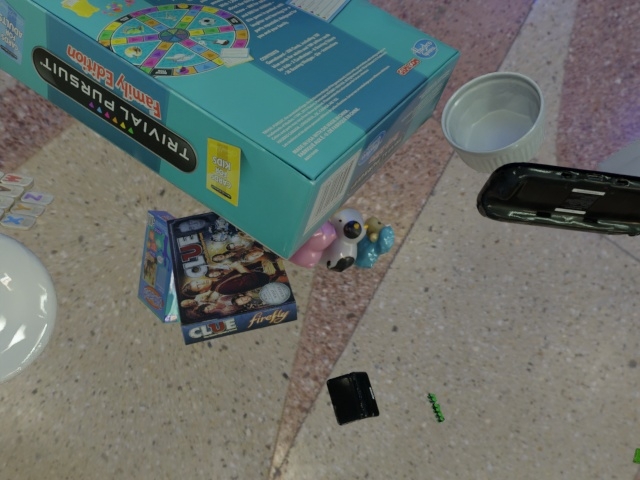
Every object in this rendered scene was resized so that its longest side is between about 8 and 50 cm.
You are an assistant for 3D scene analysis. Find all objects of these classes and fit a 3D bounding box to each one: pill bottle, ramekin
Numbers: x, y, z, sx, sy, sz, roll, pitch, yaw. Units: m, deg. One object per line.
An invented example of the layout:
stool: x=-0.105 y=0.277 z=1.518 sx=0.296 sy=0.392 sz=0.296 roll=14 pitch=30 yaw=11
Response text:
pill bottle: x=-0.568 y=0.109 z=0.988 sx=0.224 sy=0.392 sz=0.224 roll=5 pitch=82 yaw=-33
ramekin: x=0.364 y=-0.236 z=1.306 sx=0.207 sy=0.207 sz=0.109 roll=-53 pitch=141 yaw=-8

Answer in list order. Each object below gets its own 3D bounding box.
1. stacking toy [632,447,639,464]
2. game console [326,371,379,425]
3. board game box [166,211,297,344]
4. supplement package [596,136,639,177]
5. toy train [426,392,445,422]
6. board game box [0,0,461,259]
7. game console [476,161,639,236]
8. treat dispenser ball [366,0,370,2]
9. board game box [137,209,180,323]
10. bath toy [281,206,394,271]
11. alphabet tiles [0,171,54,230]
stacking toy: x=0.416 y=0.320 z=0.635 sx=0.052 sy=0.221 sz=0.167 roll=41 pitch=65 yaw=-34
game console: x=0.086 y=0.412 z=1.647 sx=0.107 sy=0.071 sz=0.122 roll=14 pitch=53 yaw=-53
board game box: x=-0.144 y=0.041 z=0.972 sx=0.165 sy=0.243 sz=0.042 roll=-12 pitch=132 yaw=-11
supplement package: x=0.571 y=-0.069 z=0.944 sx=0.194 sy=0.149 sz=0.203 roll=-35 pitch=111 yaw=23
toy train: x=0.290 y=0.420 z=1.576 sx=0.023 sy=0.083 sz=0.017 roll=21 pitch=125 yaw=-37
board game box: x=-0.086 y=-0.163 z=0.521 sx=0.336 sy=0.079 sz=0.254 roll=33 pitch=45 yaw=12
game console: x=0.362 y=-0.044 z=0.691 sx=0.361 sy=0.213 sz=0.044 roll=6 pitch=56 yaw=-3
treat dispenser ball: x=-0.068 y=-0.377 z=0.897 sx=0.288 sy=0.288 sz=0.288 roll=0 pitch=91 yaw=-15
board game box: x=-0.343 y=0.055 z=1.386 sx=0.047 sy=0.160 sz=0.210 roll=1 pitch=107 yaw=-38
bath toy: x=0.000 y=0.000 z=1.389 sx=0.348 sy=0.129 sz=0.151 roll=-1 pitch=97 yaw=-39
alphabet tiles: x=-0.777 y=-0.090 z=1.445 sx=0.278 sy=0.284 sz=0.021 roll=9 pitch=121 yaw=-5
